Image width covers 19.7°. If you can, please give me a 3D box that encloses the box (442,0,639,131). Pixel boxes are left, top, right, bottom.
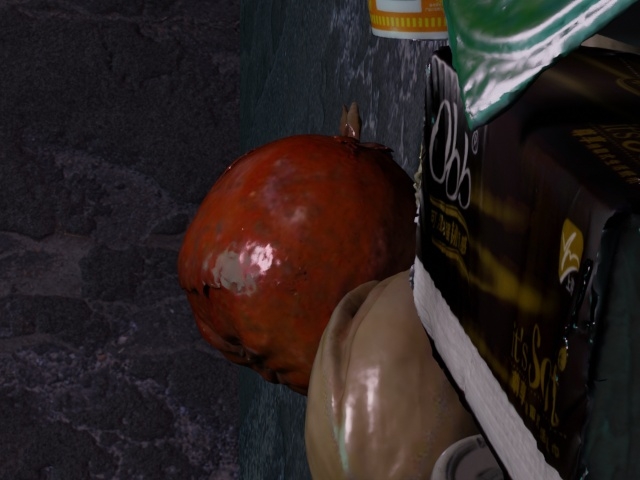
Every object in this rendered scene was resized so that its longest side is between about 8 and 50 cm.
[{"bbox_3d":[0.198,-0.215,0.835,0.337,0.106,0.264,-38,41,36],"label":"box"}]

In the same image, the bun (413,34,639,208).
[{"bbox_3d":[0.141,-0.070,1.301,0.287,0.146,0.287,-175,90,-79],"label":"bun"}]

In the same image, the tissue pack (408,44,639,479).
[{"bbox_3d":[0.172,0.030,0.893,0.370,0.210,0.198,-117,35,-71],"label":"tissue pack"}]

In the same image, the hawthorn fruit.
[{"bbox_3d":[0.000,0.000,1.844,0.276,0.276,0.307,135,153,-76],"label":"hawthorn fruit"}]

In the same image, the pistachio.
[{"bbox_3d":[0.076,0.163,1.592,0.162,0.181,0.293,-26,57,36],"label":"pistachio"}]

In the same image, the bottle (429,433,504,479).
[{"bbox_3d":[0.122,0.272,1.395,0.120,0.120,0.253,-99,13,-51],"label":"bottle"}]

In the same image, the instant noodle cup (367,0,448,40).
[{"bbox_3d":[0.100,-0.277,1.642,0.168,0.168,0.185,-121,27,-74],"label":"instant noodle cup"}]
